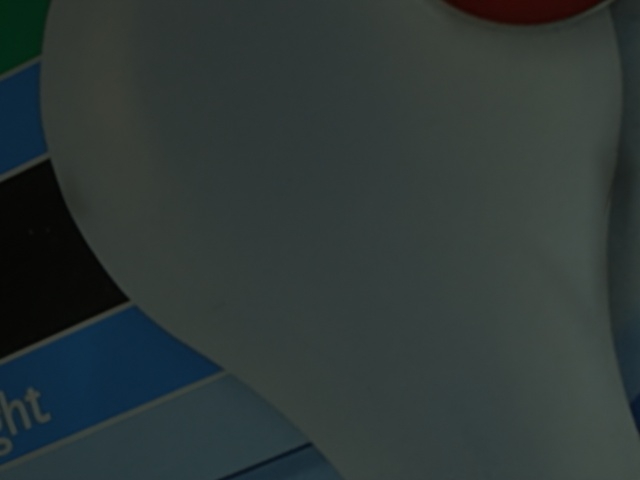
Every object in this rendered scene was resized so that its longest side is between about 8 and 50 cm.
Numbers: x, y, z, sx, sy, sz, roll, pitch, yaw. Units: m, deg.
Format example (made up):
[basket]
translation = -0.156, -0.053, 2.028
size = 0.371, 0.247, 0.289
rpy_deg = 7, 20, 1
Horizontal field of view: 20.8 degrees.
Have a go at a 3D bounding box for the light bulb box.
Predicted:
[light bulb box]
translation = 0.000, 0.000, 0.527
size = 0.361, 0.358, 0.225
rpy_deg = 63, 19, -6
